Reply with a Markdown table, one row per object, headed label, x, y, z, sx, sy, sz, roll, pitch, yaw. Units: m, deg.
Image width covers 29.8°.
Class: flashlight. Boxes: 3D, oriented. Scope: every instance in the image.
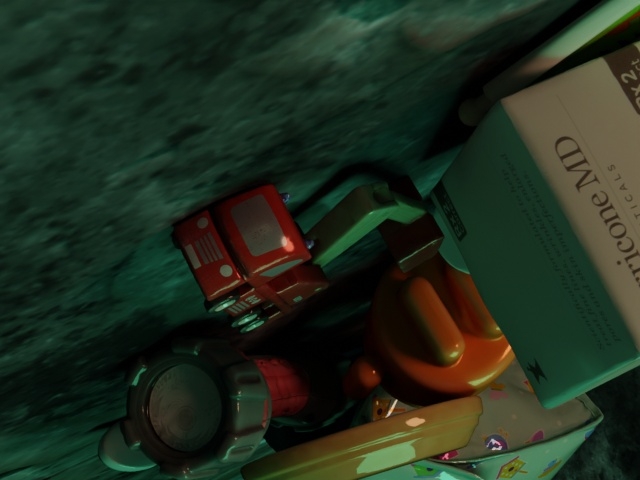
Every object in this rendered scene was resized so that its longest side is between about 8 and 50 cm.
| label | x | y | z | sx | sy | sz | roll | pitch | yaw |
| --- | --- | --- | --- | --- | --- | --- | --- | --- | --- |
| flashlight | -0.046 | 0.125 | 0.969 | 0.103 | 0.103 | 0.304 | -32 | 165 | 17 |

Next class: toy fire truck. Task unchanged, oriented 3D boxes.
| label | x | y | z | sx | sy | sz | roll | pitch | yaw |
| --- | --- | --- | --- | --- | --- | --- | --- | --- | --- |
| toy fire truck | 0.000 | 0.000 | 0.692 | 0.135 | 0.047 | 0.192 | -28 | 166 | 1 |

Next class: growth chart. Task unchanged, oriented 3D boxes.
| label | x | y | z | sx | sy | sz | roll | pitch | yaw |
| --- | --- | --- | --- | --- | --- | --- | --- | --- | --- |
| growth chart | 0.196 | -0.121 | 0.684 | 0.237 | 0.021 | 0.172 | -15 | 163 | -41 |

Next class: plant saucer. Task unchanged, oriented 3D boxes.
| label | x | y | z | sx | sy | sz | roll | pitch | yaw |
| --- | --- | --- | --- | --- | --- | --- | --- | --- | --- |
| plant saucer | 0.036 | 0.169 | 0.956 | 0.200 | 0.037 | 0.200 | -17 | 168 | -4 |

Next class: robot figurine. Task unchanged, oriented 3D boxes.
| label | x | y | z | sx | sy | sz | roll | pitch | yaw |
| --- | --- | --- | --- | --- | --- | --- | --- | --- | --- |
| robot figurine | 0.103 | 0.074 | 1.014 | 0.219 | 0.128 | 0.158 | 98 | 13 | -74 |

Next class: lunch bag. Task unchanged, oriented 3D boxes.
| label | x | y | z | sx | sy | sz | roll | pitch | yaw |
| --- | --- | --- | --- | --- | --- | --- | --- | --- | --- |
| lunch bag | 0.113 | 0.217 | 1.195 | 0.262 | 0.160 | 0.223 | -14 | 148 | -32 |

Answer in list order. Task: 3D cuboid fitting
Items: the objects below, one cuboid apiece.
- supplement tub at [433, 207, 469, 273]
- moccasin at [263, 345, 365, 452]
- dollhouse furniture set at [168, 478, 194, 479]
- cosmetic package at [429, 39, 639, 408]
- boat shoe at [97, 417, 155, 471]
| label | x | y | z | sx | sy | sz | roll | pitch | yaw |
| --- | --- | --- | --- | --- | --- | --- | --- | --- | --- |
| supplement tub | 0.129 | -0.009 | 0.870 | 0.071 | 0.071 | 0.107 | -33 | 166 | 21 |
| moccasin | 0.035 | 0.193 | 1.364 | 0.138 | 0.117 | 0.342 | -36 | 164 | 33 |
| dollhouse furniture set | -0.107 | 0.214 | 1.288 | 0.076 | 0.058 | 0.152 | -34 | 166 | 29 |
| cosmetic package | 0.188 | -0.019 | 0.678 | 0.184 | 0.151 | 0.151 | -24 | 168 | -16 |
| boat shoe | -0.153 | 0.181 | 1.090 | 0.040 | 0.049 | 0.142 | -35 | 167 | 32 |
